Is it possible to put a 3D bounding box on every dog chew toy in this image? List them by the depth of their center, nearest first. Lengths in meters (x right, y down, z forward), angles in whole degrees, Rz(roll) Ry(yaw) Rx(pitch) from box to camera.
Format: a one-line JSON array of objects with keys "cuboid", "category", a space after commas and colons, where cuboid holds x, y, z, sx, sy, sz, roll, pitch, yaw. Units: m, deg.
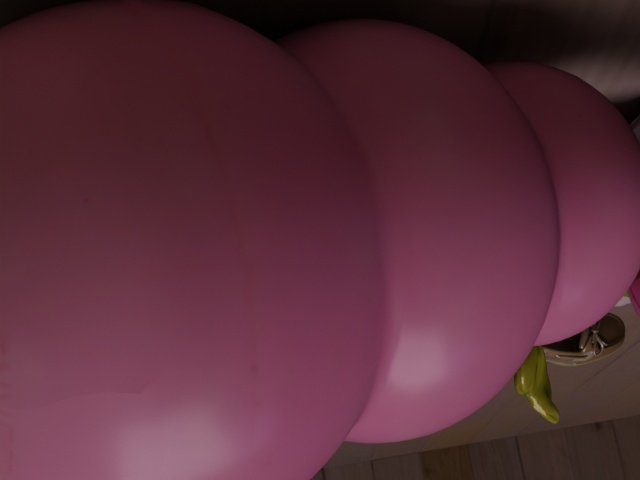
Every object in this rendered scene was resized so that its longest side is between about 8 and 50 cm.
[{"cuboid": [0.000, 0.000, 0.471, 0.331, 0.207, 0.206, -10, 166, -29], "category": "dog chew toy"}]

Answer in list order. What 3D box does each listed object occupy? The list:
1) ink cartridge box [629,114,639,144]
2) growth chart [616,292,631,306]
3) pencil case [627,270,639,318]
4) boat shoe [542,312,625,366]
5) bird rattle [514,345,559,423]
[{"cuboid": [0.240, -0.057, 0.692, 0.232, 0.066, 0.189, 2, 173, 35], "category": "ink cartridge box"}, {"cuboid": [0.249, 0.054, 1.096, 0.237, 0.021, 0.172, -8, 163, -7], "category": "growth chart"}, {"cuboid": [0.286, -0.050, 0.415, 0.160, 0.167, 0.386, 15, 143, -20], "category": "pencil case"}, {"cuboid": [0.223, 0.085, 1.056, 0.153, 0.056, 0.048, 4, 163, -19], "category": "boat shoe"}, {"cuboid": [0.072, 0.050, 0.809, 0.206, 0.143, 0.253, -2, 170, 43], "category": "bird rattle"}]
